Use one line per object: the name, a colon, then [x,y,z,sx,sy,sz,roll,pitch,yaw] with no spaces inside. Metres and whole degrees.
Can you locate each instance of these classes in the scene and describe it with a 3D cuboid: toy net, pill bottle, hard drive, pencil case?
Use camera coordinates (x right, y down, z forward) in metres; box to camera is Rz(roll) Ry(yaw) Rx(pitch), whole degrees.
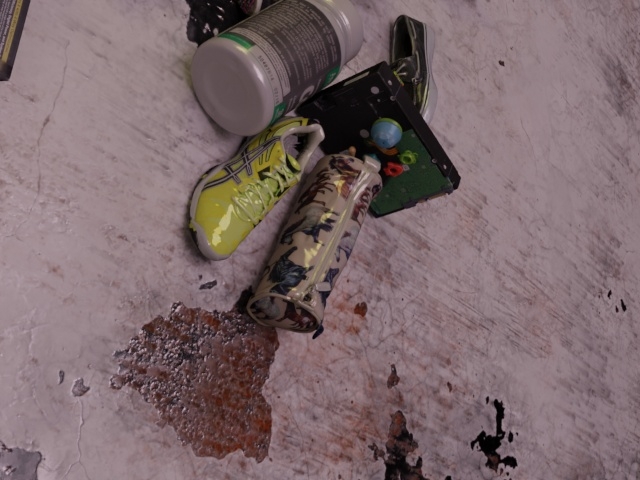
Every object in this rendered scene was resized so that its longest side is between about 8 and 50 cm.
toy net: [0.105,-0.178,1.729,0.122,0.232,0.045,38,46,-24]
pill bottle: [-0.077,-0.382,1.604,0.361,0.204,0.204,-42,112,-38]
hard drive: [0.136,-0.218,1.753,0.339,0.236,0.064,52,42,-23]
pencil case: [0.000,0.000,1.636,0.160,0.183,0.411,42,57,-30]

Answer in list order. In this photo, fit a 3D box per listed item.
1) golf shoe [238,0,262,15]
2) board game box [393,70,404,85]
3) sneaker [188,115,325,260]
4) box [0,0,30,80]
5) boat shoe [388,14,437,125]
golf shoe: [-0.128,-0.568,1.677,0.085,0.067,0.186,17,72,-41]
board game box: [0.118,-0.325,1.851,0.043,0.092,0.181,51,54,-24]
sneaker: [-0.129,-0.124,1.558,0.145,0.147,0.385,47,56,-29]
box: [-0.583,-0.478,1.161,0.318,0.097,0.395,14,90,-39]
boat shoe: [0.215,-0.417,1.956,0.119,0.121,0.336,19,60,-31]
